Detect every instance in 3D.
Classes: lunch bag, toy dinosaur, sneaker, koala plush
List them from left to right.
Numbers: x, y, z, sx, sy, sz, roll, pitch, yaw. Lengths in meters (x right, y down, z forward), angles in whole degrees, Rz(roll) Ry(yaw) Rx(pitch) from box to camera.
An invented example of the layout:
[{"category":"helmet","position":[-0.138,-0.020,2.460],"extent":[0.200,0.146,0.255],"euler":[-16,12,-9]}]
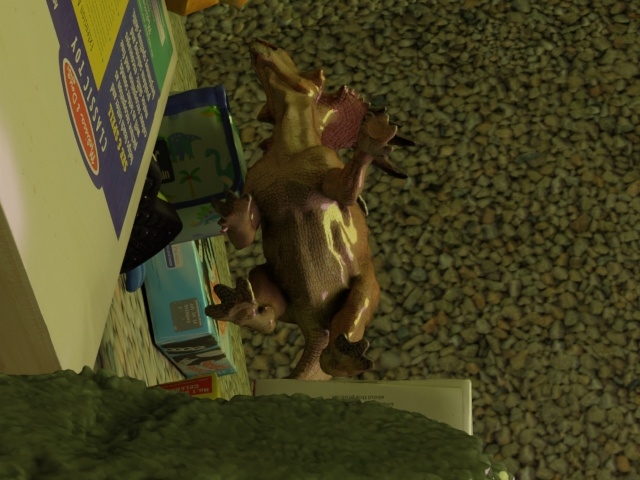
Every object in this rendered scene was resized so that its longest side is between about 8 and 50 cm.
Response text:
[{"category":"sneaker","position":[-0.157,-0.043,1.081],"extent":[0.097,0.084,0.234],"euler":[53,-7,12]},{"category":"koala plush","position":[-0.062,0.165,0.440],"extent":[0.196,0.203,0.221],"euler":[-79,180,-69]},{"category":"lunch bag","position":[-0.123,-0.059,1.251],"extent":[0.151,0.129,0.096],"euler":[81,-3,-58]},{"category":"toy dinosaur","position":[0.000,0.000,1.198],"extent":[0.200,0.127,0.295],"euler":[-26,117,-81]}]

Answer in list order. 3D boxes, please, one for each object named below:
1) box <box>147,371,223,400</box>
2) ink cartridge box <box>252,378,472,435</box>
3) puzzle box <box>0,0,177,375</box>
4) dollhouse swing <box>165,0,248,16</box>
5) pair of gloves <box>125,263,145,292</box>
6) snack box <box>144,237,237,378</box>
[{"category":"box","position":[-0.096,0.159,1.046],"extent":[0.232,0.087,0.058],"euler":[-101,179,-73]},{"category":"ink cartridge box","position":[0.025,0.245,1.042],"extent":[0.309,0.130,0.272],"euler":[86,5,-74]},{"category":"puzzle box","position":[-0.145,-0.156,0.695],"extent":[0.272,0.052,0.409],"euler":[-82,166,-47]},{"category":"dollhouse swing","position":[-0.034,-0.349,0.999],"extent":[0.347,0.305,0.315],"euler":[29,-42,53]},{"category":"pair of gloves","position":[-0.178,-0.051,1.455],"extent":[0.198,0.023,0.159],"euler":[-104,-178,-59]},{"category":"snack box","position":[-0.142,0.036,1.731],"extent":[0.322,0.060,0.187],"euler":[82,-4,-79]}]
